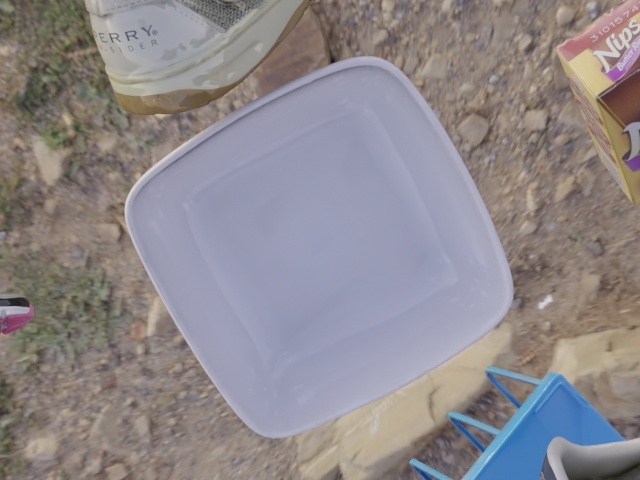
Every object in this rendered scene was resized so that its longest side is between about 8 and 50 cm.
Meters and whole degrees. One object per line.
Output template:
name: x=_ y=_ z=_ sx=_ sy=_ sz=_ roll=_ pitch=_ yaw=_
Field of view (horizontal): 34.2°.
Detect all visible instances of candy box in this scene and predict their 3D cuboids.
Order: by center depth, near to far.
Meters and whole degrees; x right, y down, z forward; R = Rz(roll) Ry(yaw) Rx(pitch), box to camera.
candy box: x=0.236 y=-0.104 z=0.716 sx=0.109 sy=0.187 sz=0.053 roll=-35 pitch=59 yaw=9

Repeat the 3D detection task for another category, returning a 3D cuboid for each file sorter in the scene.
file sorter: x=0.106 y=0.176 z=0.635 sx=0.118 sy=0.104 sz=0.170 roll=45 pitch=79 yaw=-14

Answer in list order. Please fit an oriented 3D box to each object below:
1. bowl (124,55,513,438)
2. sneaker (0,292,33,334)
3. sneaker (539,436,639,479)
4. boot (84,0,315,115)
bowl: x=0.000 y=0.000 z=0.468 sx=0.142 sy=0.053 sz=0.142 roll=-28 pitch=103 yaw=3
sneaker: x=-0.344 y=0.047 z=0.928 sx=0.170 sy=0.063 sz=0.074 roll=1 pitch=64 yaw=-15
sneaker: x=0.188 y=0.116 z=0.459 sx=0.192 sy=0.064 sz=0.086 roll=-10 pitch=112 yaw=22
boot: x=-0.044 y=-0.174 z=0.418 sx=0.077 sy=0.165 sz=0.213 roll=3 pitch=43 yaw=32
